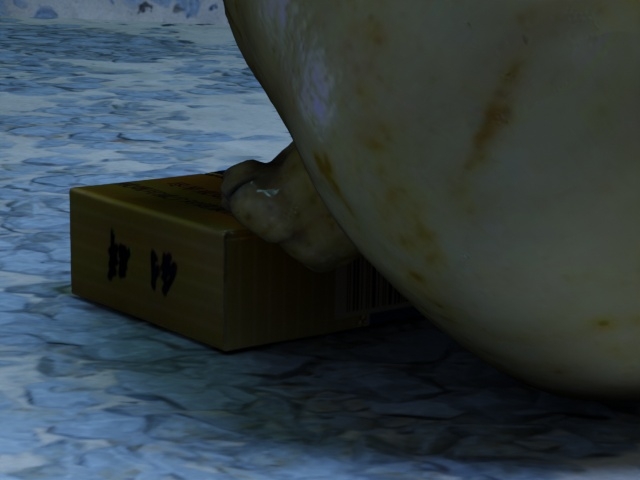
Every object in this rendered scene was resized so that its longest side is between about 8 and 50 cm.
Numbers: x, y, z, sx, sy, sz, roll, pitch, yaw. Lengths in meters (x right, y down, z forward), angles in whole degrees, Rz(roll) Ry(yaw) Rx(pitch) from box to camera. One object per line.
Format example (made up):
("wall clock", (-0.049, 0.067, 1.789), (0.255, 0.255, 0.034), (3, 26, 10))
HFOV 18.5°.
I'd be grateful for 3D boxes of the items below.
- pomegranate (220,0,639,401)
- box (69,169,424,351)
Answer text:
("pomegranate", (0.126, -0.112, 0.905), (0.411, 0.411, 0.411), (1, 12, 0))
("box", (0.000, -0.001, 1.087), (0.237, 0.070, 0.152), (-6, 13, -38))
